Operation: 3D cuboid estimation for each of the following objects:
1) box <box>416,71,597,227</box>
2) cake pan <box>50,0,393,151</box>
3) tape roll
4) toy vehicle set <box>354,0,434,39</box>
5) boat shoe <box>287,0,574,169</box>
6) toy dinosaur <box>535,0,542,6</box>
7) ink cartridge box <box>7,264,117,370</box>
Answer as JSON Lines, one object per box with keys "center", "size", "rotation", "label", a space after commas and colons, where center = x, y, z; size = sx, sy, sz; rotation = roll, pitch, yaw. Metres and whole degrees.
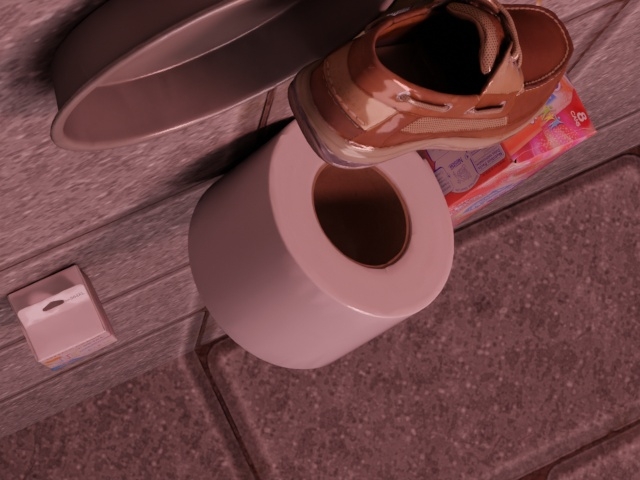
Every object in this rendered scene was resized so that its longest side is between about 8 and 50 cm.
{"center": [0.151, -0.110, 2.026], "size": [0.142, 0.154, 0.300], "rotation": [-20, 169, -36], "label": "box"}
{"center": [-0.079, -0.157, 1.345], "size": [0.293, 0.054, 0.293], "rotation": [-26, 172, -4], "label": "cake pan"}
{"center": [0.000, 0.000, 1.931], "size": [0.246, 0.246, 0.169], "rotation": [-19, 169, -42], "label": "tape roll"}
{"center": [0.097, -0.219, 1.558], "size": [0.166, 0.035, 0.267], "rotation": [-23, 172, -21], "label": "toy vehicle set"}
{"center": [0.118, -0.144, 1.474], "size": [0.324, 0.123, 0.116], "rotation": [-25, 168, -45], "label": "boat shoe"}
{"center": [0.208, -0.249, 1.610], "size": [0.092, 0.053, 0.183], "rotation": [-36, 178, 9], "label": "toy dinosaur"}
{"center": [-0.309, 0.093, 2.123], "size": [0.092, 0.090, 0.143], "rotation": [-25, 173, -3], "label": "ink cartridge box"}
